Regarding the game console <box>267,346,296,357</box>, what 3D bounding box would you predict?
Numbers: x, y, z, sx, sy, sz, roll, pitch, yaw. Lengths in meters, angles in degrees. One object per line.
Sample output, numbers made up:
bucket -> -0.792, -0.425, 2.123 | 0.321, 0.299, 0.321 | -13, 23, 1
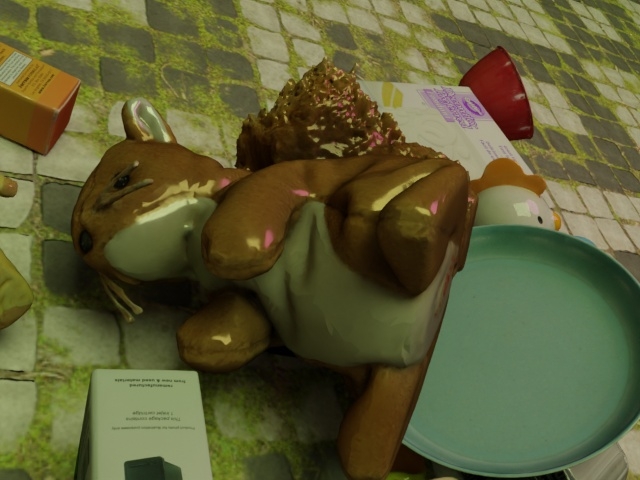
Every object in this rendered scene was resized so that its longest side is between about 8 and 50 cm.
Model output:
game console -> 0.000, 0.000, 0.921 | 0.213, 0.044, 0.361 | 15, 47, -24

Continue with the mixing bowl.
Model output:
mixing bowl -> 0.313, -0.254, 1.287 | 0.098, 0.181, 0.181 | -21, 57, 6

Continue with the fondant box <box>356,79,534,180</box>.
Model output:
fondant box -> 0.165, -0.140, 1.116 | 0.330, 0.096, 0.238 | -6, 57, -39

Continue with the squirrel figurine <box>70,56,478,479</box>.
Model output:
squirrel figurine -> -0.041, -0.021, 0.728 | 0.370, 0.281, 0.397 | 16, 36, 17

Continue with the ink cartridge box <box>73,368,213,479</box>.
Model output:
ink cartridge box -> -0.134, 0.223, 0.516 | 0.087, 0.153, 0.208 | 6, 40, -22

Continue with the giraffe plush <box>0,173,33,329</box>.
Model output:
giraffe plush -> -0.370, -0.012, 0.611 | 0.181, 0.210, 0.170 | -9, 30, -40

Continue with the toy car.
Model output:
toy car -> 0.269, 0.005, 0.909 | 0.210, 0.238, 0.219 | -2, 29, 21

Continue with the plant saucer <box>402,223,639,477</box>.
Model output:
plant saucer -> 0.194, 0.111, 0.755 | 0.317, 0.044, 0.318 | -9, 45, 10

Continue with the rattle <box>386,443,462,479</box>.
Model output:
rattle -> 0.051, 0.228, 0.669 | 0.199, 0.130, 0.143 | 15, 55, -41

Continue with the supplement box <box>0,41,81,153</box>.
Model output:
supplement box -> -0.404, -0.192, 0.797 | 0.233, 0.078, 0.080 | 24, 43, -15

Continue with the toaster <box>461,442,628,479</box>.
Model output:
toaster -> 0.254, 0.246, 0.805 | 0.146, 0.129, 0.227 | -15, 61, -44
